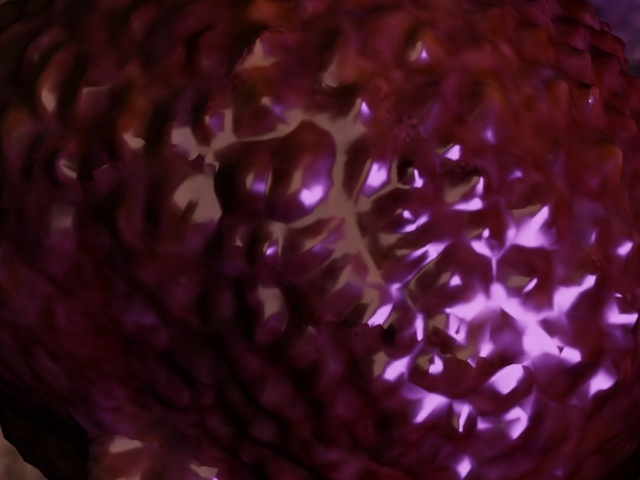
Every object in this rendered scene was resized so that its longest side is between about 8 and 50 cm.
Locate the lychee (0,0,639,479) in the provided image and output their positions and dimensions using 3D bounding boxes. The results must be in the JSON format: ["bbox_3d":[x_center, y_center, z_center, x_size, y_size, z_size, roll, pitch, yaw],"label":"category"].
[{"bbox_3d":[0.001,0.006,0.434,0.194,0.194,0.194,0,76,-1],"label":"lychee"}]
